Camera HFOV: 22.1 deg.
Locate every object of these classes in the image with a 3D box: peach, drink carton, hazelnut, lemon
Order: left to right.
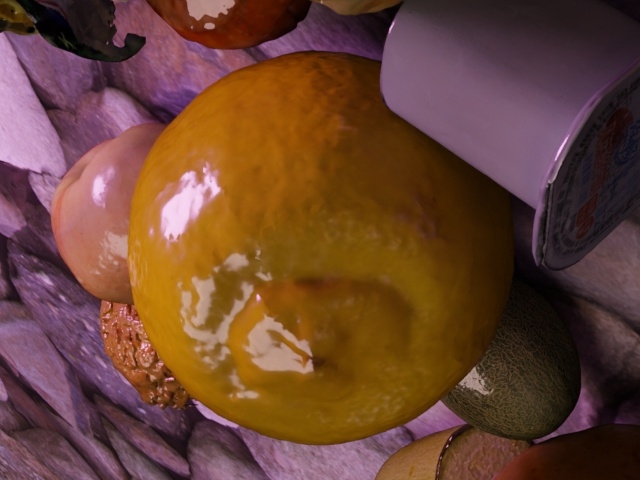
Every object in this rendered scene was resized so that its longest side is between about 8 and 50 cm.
[{"bbox_3d":[-0.168,-0.010,1.725,0.232,0.232,0.232,32,151,20],"label":"peach"},{"bbox_3d":[-0.075,-0.233,1.375,0.150,0.150,0.150,32,151,20],"label":"hazelnut"},{"bbox_3d":[0.000,0.000,1.372,0.348,0.348,0.348,32,151,20],"label":"lemon"},{"bbox_3d":[0.154,-0.113,1.178,0.190,0.191,0.185,39,155,22],"label":"drink carton"}]

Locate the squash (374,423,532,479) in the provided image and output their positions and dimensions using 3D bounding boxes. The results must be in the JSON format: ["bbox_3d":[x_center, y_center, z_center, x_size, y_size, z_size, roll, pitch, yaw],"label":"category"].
[{"bbox_3d":[0.133,0.278,1.823,0.132,0.132,0.247,46,154,-7],"label":"squash"}]

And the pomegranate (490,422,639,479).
[{"bbox_3d":[0.283,0.350,1.520,0.410,0.410,0.410,32,151,20],"label":"pomegranate"}]

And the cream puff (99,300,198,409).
[{"bbox_3d":[-0.200,0.129,2.052,0.189,0.129,0.189,35,153,21],"label":"cream puff"}]

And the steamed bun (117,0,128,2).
[{"bbox_3d":[-0.185,-0.342,1.160,0.280,0.268,0.207,33,-179,30],"label":"steamed bun"}]

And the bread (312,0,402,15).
[{"bbox_3d":[0.012,-0.283,1.103,0.152,0.130,0.267,9,119,21],"label":"bread"}]

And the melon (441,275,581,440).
[{"bbox_3d":[0.159,0.101,1.518,0.192,0.139,0.139,46,153,-7],"label":"melon"}]

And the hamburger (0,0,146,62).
[{"bbox_3d":[-0.279,-0.267,1.428,0.150,0.276,0.260,-31,125,26],"label":"hamburger"}]
